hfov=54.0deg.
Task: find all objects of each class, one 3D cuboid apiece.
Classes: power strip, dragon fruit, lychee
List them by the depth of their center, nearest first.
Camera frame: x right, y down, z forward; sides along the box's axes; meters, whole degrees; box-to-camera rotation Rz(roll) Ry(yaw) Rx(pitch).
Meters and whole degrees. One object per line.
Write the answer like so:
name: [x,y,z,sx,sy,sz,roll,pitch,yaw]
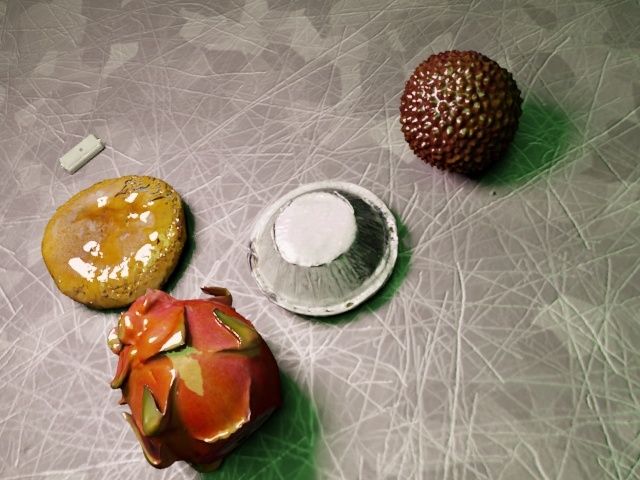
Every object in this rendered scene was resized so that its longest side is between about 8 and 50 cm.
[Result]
dragon fruit: [-0.168,0.178,0.824,0.224,0.224,0.227,-43,66,-10]
lychee: [0.205,-0.189,0.943,0.188,0.188,0.187,-6,61,12]
power strip: [-0.453,-0.165,1.193,0.090,0.016,0.040,-42,61,-8]

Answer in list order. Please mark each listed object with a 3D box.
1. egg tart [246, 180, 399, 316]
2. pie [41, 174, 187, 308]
egg tart: [0.000,0.000,0.941,0.234,0.094,0.234,-5,61,10]
pie: [-0.343,-0.010,1.053,0.274,0.069,0.273,-4,60,8]
